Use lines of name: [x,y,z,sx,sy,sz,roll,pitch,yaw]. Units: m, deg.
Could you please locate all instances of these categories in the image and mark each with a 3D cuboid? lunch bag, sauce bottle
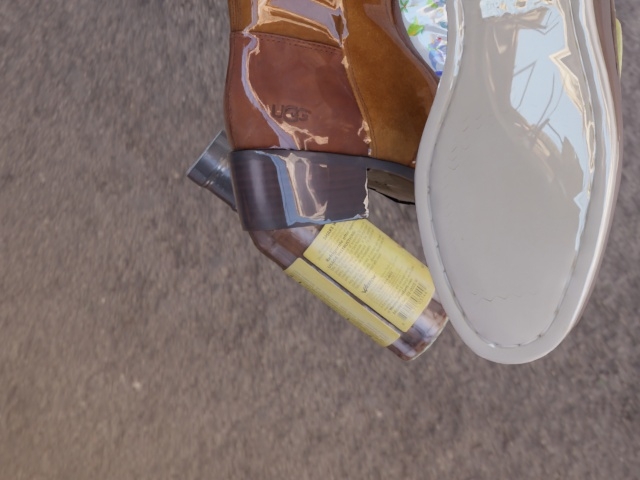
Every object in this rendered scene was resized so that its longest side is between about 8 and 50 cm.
lunch bag: [0.113,-0.252,1.513,0.096,0.151,0.129,1,85,-42]
sauce bottle: [0.000,0.000,1.447,0.344,0.111,0.111,39,103,-8]

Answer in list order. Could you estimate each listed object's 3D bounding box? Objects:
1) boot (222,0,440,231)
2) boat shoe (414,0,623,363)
boot: [0.041,-0.158,0.790,0.264,0.096,0.280,-7,94,-28]
boat shoe: [0.120,-0.094,0.710,0.116,0.096,0.324,-5,85,28]
